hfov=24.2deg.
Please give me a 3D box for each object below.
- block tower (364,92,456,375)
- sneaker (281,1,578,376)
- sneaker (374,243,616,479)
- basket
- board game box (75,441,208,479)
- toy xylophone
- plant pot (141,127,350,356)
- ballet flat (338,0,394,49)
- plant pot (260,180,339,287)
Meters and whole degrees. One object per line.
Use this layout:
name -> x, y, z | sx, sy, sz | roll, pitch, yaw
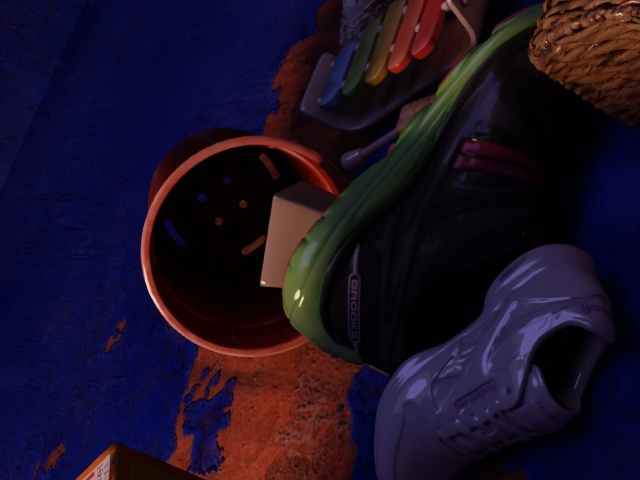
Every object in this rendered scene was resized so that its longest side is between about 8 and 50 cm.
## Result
block tower -> 0.107, -0.009, 1.661 | 0.097, 0.091, 0.335 | -16, 51, 57
sneaker -> 0.170, -0.058, 1.533 | 0.483, 0.202, 0.185 | -49, -7, -4
sneaker -> 0.157, 0.144, 1.396 | 0.305, 0.114, 0.152 | -52, 29, 20
basket -> 0.343, -0.240, 1.313 | 0.299, 0.213, 0.223 | 0, 66, 61
board game box -> -0.138, 0.471, 1.341 | 0.356, 0.356, 0.356 | -44, 31, 32
toy xylophone -> 0.099, -0.225, 1.858 | 0.322, 0.081, 0.236 | -38, 25, 38
plant pot -> -0.106, -0.023, 1.894 | 0.272, 0.272, 0.265 | -59, 19, 6
ballet flat -> 0.082, -0.365, 2.060 | 0.241, 0.077, 0.091 | -52, 28, 20
plant pot -> 0.000, 0.000, 1.708 | 0.109, 0.096, 0.109 | -31, -49, -71
